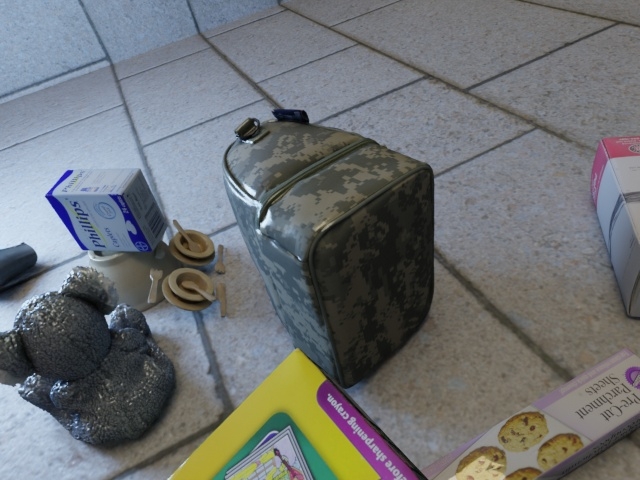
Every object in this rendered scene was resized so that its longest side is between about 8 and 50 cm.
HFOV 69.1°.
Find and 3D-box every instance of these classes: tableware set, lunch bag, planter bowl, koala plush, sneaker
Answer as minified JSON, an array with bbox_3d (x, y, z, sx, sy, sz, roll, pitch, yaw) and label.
[{"bbox_3d":[-0.222,0.040,0.807,0.128,0.039,0.194,15,34,-23],"label":"tableware set"},{"bbox_3d":[0.000,0.000,0.634,0.212,0.305,0.256,-38,47,-25],"label":"lunch bag"},{"bbox_3d":[-0.350,0.040,0.847,0.161,0.109,0.162,-8,42,7],"label":"planter bowl"},{"bbox_3d":[-0.320,0.149,0.628,0.203,0.221,0.196,25,55,37],"label":"koala plush"},{"bbox_3d":[-0.697,0.059,0.974,0.221,0.083,0.118,1,24,28],"label":"sneaker"}]

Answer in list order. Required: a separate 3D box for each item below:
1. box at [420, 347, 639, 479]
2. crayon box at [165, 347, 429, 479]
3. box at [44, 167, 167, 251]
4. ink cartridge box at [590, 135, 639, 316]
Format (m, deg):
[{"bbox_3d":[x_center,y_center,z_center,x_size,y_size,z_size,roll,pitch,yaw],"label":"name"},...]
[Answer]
[{"bbox_3d":[0.223,0.224,0.496,0.323,0.063,0.067,-24,44,-10],"label":"box"},{"bbox_3d":[-0.010,0.324,0.376,0.313,0.106,0.363,-45,46,-8],"label":"crayon box"},{"bbox_3d":[-0.346,-0.048,0.764,0.137,0.126,0.072,1,44,12],"label":"box"},{"bbox_3d":[0.519,-0.029,0.647,0.207,0.117,0.283,1,43,18],"label":"ink cartridge box"}]
